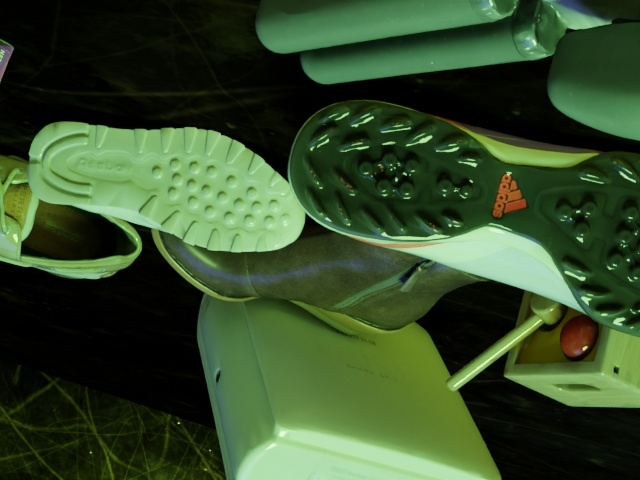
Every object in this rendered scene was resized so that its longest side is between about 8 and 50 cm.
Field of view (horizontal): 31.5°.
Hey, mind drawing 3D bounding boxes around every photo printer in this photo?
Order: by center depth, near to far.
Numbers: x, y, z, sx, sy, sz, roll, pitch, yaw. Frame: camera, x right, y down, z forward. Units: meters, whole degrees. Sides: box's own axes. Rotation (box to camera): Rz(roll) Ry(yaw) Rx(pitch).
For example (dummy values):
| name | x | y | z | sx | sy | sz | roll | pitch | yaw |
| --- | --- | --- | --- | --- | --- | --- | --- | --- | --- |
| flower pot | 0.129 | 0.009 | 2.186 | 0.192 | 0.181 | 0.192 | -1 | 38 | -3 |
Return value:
| name | x | y | z | sx | sy | sz | roll | pitch | yaw |
| --- | --- | --- | --- | --- | --- | --- | --- | --- | --- |
| photo printer | 0.015 | 0.143 | 1.088 | 0.256 | 0.107 | 0.307 | 19 | -156 | -23 |

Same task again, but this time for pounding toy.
| name | x | y | z | sx | sy | sz | roll | pitch | yaw |
| --- | --- | --- | --- | --- | --- | --- | --- | --- | --- |
| pounding toy | 0.188 | 0.067 | 0.859 | 0.100 | 0.130 | 0.141 | 26 | 162 | -25 |

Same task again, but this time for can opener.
| name | x | y | z | sx | sy | sz | roll | pitch | yaw |
| --- | --- | --- | --- | --- | --- | --- | --- | --- | --- |
| can opener | 0.077 | -0.100 | 0.529 | 0.280 | 0.093 | 0.074 | 7 | 162 | 45 |

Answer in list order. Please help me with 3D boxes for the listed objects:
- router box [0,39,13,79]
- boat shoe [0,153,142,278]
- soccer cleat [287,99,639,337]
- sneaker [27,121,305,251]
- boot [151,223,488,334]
| name | x | y | z | sx | sy | sz | roll | pitch | yaw |
| --- | --- | --- | --- | --- | --- | --- | --- | --- | --- |
| router box | -0.331 | -0.143 | 0.860 | 0.133 | 0.046 | 0.179 | 28 | 161 | -33 |
| boat shoe | -0.304 | -0.037 | 1.077 | 0.103 | 0.113 | 0.302 | -2 | 165 | 45 |
| soccer cleat | 0.135 | -0.016 | 0.737 | 0.318 | 0.109 | 0.116 | 16 | -176 | 0 |
| sneaker | -0.116 | -0.045 | 0.923 | 0.235 | 0.090 | 0.095 | 16 | 176 | 16 |
| boot | 0.000 | 0.000 | 0.967 | 0.248 | 0.090 | 0.207 | 25 | 150 | -21 |
